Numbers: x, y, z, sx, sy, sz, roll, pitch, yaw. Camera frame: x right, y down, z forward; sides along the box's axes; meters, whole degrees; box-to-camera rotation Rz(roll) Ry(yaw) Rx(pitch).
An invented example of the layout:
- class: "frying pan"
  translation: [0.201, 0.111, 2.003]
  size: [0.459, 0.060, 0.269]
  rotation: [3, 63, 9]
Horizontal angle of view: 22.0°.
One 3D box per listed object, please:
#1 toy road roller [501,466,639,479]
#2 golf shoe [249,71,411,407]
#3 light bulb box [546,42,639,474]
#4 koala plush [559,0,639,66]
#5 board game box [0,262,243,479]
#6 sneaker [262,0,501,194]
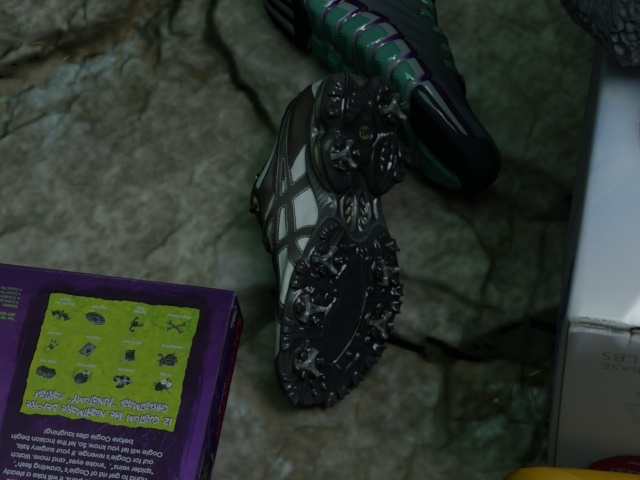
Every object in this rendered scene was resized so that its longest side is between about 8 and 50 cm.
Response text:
- class: "toy road roller"
  translation: [0.216, 0.197, 0.746]
  size: [0.330, 0.240, 0.202]
  rotation: [4, 62, 7]
- class: "golf shoe"
  translation: [0.000, 0.000, 0.976]
  size: [0.077, 0.094, 0.198]
  rotation: [16, 81, -32]
- class: "light bulb box"
  translation: [0.317, -0.041, 0.874]
  size: [0.358, 0.225, 0.361]
  rotation: [7, 62, 9]
- class: "koala plush"
  translation: [0.222, -0.192, 0.761]
  size: [0.221, 0.203, 0.196]
  rotation: [-18, 46, -27]
- class: "board game box"
  translation: [-0.232, 0.109, 0.945]
  size: [0.347, 0.056, 0.208]
  rotation: [7, 59, 9]
- class: "sneaker"
  translation: [0.057, -0.128, 1.028]
  size: [0.098, 0.083, 0.223]
  rotation: [-32, 63, -17]
